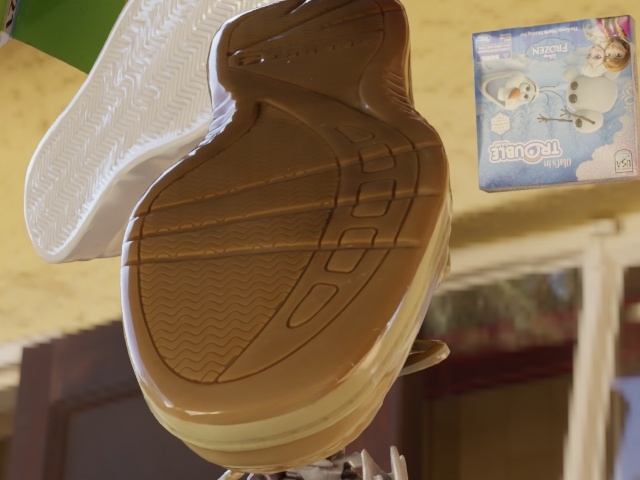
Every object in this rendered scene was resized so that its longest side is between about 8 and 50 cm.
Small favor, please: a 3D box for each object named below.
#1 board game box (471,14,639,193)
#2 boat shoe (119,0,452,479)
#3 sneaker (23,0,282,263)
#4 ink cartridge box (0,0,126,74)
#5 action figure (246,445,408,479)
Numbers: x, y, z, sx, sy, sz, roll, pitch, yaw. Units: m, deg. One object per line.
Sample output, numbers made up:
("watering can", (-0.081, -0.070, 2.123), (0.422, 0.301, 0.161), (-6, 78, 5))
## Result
("board game box", (0.130, -0.074, 0.999), (0.090, 0.090, 0.020), (-5, -6, 22))
("boat shoe", (0.000, 0.000, 0.630), (0.105, 0.285, 0.089), (-5, -62, 10))
("sneaker", (-0.039, -0.078, 1.055), (0.169, 0.108, 0.292), (0, -25, -36))
("ink cartridge box", (-0.216, -0.195, 1.241), (0.255, 0.097, 0.188), (26, -54, 7))
("action figure", (-0.026, 0.221, 1.122), (0.099, 0.185, 0.285), (25, -27, -30))
